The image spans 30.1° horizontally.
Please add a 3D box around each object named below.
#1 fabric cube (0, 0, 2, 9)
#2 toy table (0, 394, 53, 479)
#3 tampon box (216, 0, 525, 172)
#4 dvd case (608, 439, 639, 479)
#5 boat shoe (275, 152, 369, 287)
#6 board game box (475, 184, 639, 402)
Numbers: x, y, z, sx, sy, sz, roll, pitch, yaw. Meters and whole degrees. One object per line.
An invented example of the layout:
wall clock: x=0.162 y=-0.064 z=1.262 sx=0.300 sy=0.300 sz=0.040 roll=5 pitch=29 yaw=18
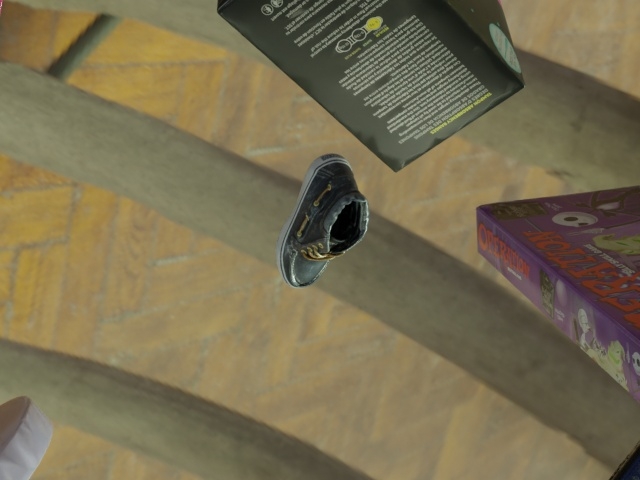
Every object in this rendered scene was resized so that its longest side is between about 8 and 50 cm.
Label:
fabric cube: x=-0.530 y=-0.336 z=1.386 sx=0.258 sy=0.259 sz=0.254 roll=6 pitch=104 yaw=-35
toy table: x=-0.300 y=0.136 z=0.781 sx=0.252 sy=0.274 sz=0.161 roll=-39 pitch=102 yaw=-2
tampon box: x=0.031 y=-0.147 z=0.714 sx=0.101 sy=0.120 sz=0.161 roll=-33 pitch=127 yaw=25
dvd case: x=0.345 y=0.284 z=1.012 sx=0.180 sy=0.253 sz=0.022 roll=-43 pitch=175 yaw=-28
boat shoe: x=0.000 y=0.000 z=1.309 sx=0.065 sy=0.083 sz=0.183 roll=-2 pitch=131 yaw=-23
board game box: x=0.260 y=0.029 z=0.825 sx=0.208 sy=0.347 sz=0.056 roll=-12 pitch=109 yaw=-9
